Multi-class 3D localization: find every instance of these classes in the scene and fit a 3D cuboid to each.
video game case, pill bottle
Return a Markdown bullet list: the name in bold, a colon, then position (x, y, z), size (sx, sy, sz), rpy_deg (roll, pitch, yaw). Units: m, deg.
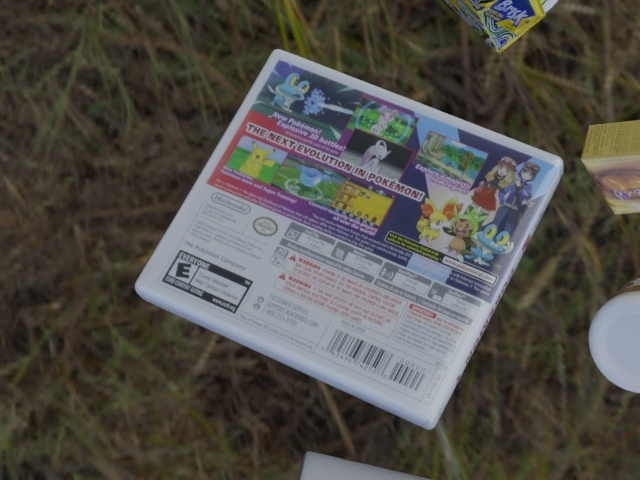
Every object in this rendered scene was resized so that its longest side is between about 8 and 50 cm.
- **video game case**: position (0.018, -0.007, 0.949), size (0.183, 0.201, 0.023), rpy_deg (-61, 161, -18)
- **pill bottle**: position (0.446, 0.101, 2.052), size (0.131, 0.229, 0.131), rpy_deg (9, 110, 27)

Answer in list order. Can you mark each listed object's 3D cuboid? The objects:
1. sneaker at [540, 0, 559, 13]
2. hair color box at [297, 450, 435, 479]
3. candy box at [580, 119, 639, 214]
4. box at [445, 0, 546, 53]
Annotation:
- **sneaker**: position (0.266, -0.382, 1.861), size (0.121, 0.111, 0.300), rpy_deg (26, 104, -3)
- **hair color box**: position (0.145, 0.315, 1.288), size (0.374, 0.185, 0.114), rpy_deg (13, 144, 2)
- **candy box**: position (0.392, -0.084, 1.715), size (0.186, 0.053, 0.109), rpy_deg (-3, 144, 33)
- **box**: position (0.116, -0.235, 1.327), size (0.054, 0.169, 0.059), rpy_deg (-38, 142, 0)
